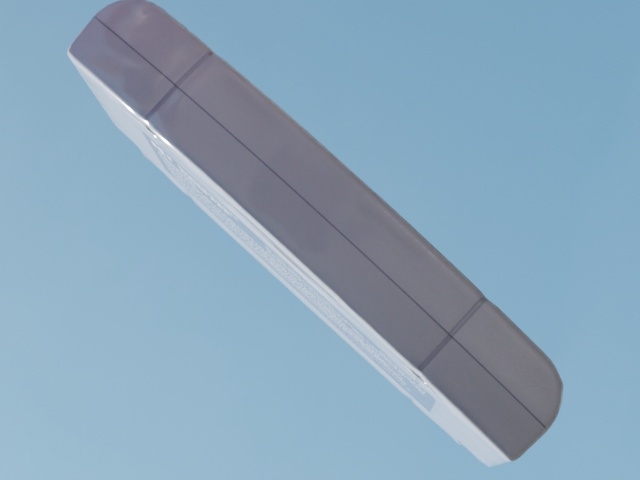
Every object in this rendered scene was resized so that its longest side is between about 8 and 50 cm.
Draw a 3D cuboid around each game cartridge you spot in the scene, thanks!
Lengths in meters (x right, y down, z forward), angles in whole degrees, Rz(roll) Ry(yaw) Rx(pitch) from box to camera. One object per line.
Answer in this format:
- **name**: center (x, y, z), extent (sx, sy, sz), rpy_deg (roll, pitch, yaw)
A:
- **game cartridge**: center (0.000, 0.000, 0.766), extent (0.294, 0.196, 0.060), rpy_deg (42, -92, 8)
